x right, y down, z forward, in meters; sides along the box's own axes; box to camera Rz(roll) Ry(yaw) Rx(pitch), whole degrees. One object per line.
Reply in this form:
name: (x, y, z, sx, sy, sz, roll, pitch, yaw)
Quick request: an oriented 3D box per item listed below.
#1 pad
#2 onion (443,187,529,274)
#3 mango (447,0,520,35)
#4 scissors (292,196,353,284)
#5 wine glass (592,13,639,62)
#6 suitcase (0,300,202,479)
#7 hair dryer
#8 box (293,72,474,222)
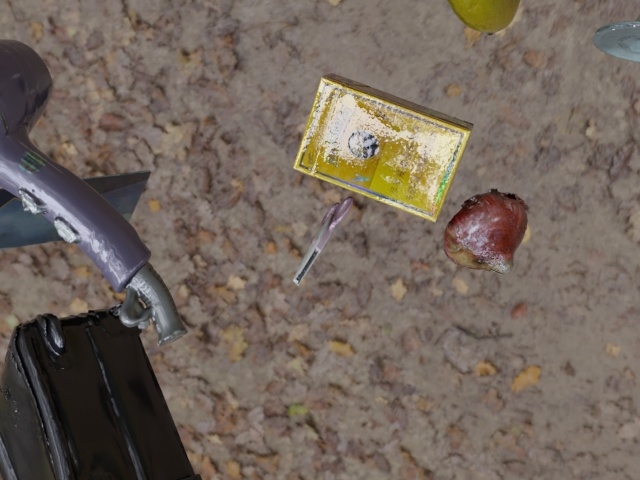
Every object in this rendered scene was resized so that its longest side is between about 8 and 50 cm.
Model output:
pad: (-0.359, -0.035, 1.069, 0.164, 0.243, 0.004, -50, 58, 51)
onion: (0.328, -0.005, 1.536, 0.184, 0.184, 0.147, -50, 61, 35)
mango: (0.202, -0.371, 1.050, 0.091, 0.137, 0.237, 6, 162, 35)
scissors: (0.000, 0.000, 1.336, 0.022, 0.176, 0.085, 38, 155, -18)
wine glass: (0.399, -0.342, 0.743, 0.096, 0.264, 0.310, 16, 85, -25)
suitcase: (-0.310, 0.295, 1.059, 0.345, 0.188, 0.339, 59, 137, 26)
hair dryer: (-0.272, -0.017, 0.726, 0.361, 0.301, 0.121, 38, 135, -2)
box: (0.120, -0.181, 1.542, 0.301, 0.084, 0.193, 21, 110, 7)
